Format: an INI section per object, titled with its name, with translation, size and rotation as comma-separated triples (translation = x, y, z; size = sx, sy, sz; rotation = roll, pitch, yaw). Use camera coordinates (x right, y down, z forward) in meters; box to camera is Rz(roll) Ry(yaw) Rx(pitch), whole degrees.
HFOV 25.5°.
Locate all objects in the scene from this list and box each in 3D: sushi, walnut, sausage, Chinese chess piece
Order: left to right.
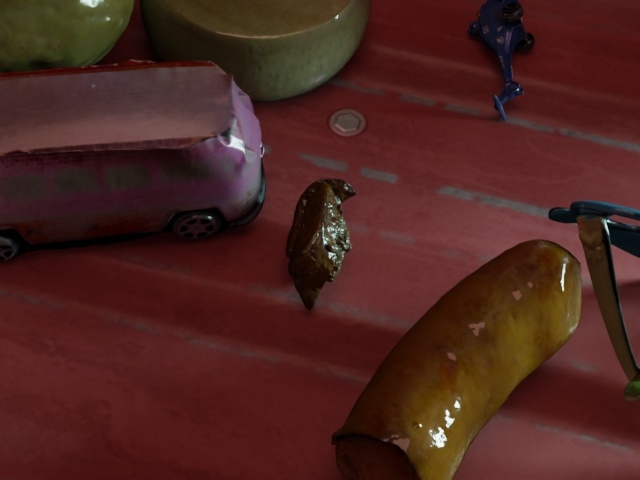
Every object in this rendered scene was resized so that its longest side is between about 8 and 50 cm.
[walnut]
translation = -0.317, -0.251, 1.289
size = 0.277, 0.282, 0.253
rotation = -16, 93, -23
[Chinese chess piece]
translation = -0.061, -0.241, 1.396
size = 0.238, 0.092, 0.237
rotation = 1, 51, -1
[sushi]
translation = 0.000, 0.000, 1.229
size = 0.052, 0.055, 0.120
rotation = -30, 33, 31
[sausage]
translation = 0.117, 0.101, 1.128
size = 0.109, 0.109, 0.270
rotation = 34, 58, 22

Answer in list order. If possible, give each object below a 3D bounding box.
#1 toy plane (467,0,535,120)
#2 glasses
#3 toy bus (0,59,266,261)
[toy plane]
translation = 0.179, -0.192, 1.402
size = 0.062, 0.054, 0.167
rotation = -16, 49, 16
[glasses]
translation = 0.289, 0.066, 1.125
size = 0.239, 0.102, 0.206
rotation = 23, 47, -44
[toy bus]
translation = -0.199, -0.072, 1.225
size = 0.303, 0.147, 0.127
rotation = -6, 58, -7
